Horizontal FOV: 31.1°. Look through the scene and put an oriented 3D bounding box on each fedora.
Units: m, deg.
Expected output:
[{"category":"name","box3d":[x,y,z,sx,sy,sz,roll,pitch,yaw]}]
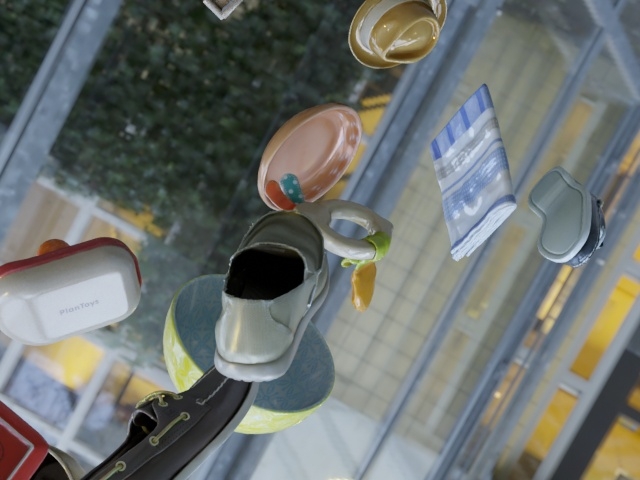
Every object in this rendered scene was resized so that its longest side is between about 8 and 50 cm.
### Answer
[{"category":"fedora","box3d":[0.149,-0.371,2.043,0.194,0.194,0.079,24,-154,-41]}]

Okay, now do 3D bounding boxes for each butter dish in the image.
[{"category":"butter dish","box3d":[-0.544,0.342,1.818,0.160,0.160,0.118,46,142,-18]}]

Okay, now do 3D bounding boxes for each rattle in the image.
[{"category":"rattle","box3d":[0.000,0.000,1.718,0.199,0.130,0.143,17,140,0]}]

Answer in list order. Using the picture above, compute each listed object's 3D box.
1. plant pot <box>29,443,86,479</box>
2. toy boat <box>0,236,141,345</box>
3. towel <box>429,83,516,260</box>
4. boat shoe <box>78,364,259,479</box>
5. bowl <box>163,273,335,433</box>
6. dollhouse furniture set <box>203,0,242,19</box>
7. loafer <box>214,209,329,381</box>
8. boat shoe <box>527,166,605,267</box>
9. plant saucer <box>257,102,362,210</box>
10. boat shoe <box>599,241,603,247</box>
[{"category":"plant pot","box3d":[-0.510,0.465,2.062,0.237,0.237,0.254,29,177,8]},{"category":"toy boat","box3d":[-0.399,0.056,1.760,0.231,0.151,0.151,-17,-137,-16]},{"category":"towel","box3d":[0.285,-0.128,2.187,0.034,0.209,0.285,8,-123,-24]},{"category":"boat shoe","box3d":[-0.192,0.241,1.382,0.097,0.324,0.116,51,140,-11]},{"category":"bowl","box3d":[-0.137,0.209,1.834,0.289,0.156,0.289,23,-147,-16]},{"category":"dollhouse furniture set","box3d":[-0.182,-0.579,1.966,0.303,0.286,0.198,42,-167,-16]},{"category":"loafer","box3d":[-0.044,0.035,1.174,0.102,0.092,0.268,7,-148,3]},{"category":"boat shoe","box3d":[0.390,-0.028,1.748,0.091,0.114,0.302,37,-157,-11]},{"category":"plant saucer","box3d":[-0.021,-0.134,1.780,0.037,0.200,0.200,45,-168,28]},{"category":"boat shoe","box3d":[0.448,-0.027,2.003,0.042,0.049,0.133,-21,131,34]}]
